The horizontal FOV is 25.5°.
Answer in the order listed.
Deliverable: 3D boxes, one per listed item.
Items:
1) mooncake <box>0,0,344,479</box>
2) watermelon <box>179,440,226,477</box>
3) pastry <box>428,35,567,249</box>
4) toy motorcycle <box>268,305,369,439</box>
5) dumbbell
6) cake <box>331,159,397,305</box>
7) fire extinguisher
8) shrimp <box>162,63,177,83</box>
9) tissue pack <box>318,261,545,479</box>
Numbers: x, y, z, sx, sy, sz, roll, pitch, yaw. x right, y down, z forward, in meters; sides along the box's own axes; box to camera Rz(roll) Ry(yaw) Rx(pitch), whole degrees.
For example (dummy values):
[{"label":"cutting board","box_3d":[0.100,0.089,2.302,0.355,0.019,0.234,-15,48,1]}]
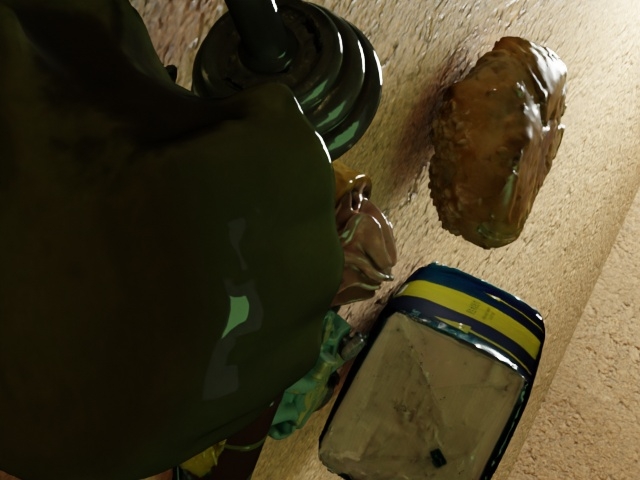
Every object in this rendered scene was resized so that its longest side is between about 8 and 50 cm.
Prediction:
[{"label":"mooncake","box_3d":[-0.155,0.003,0.997,0.187,0.351,0.351,-21,137,-57]},{"label":"watermelon","box_3d":[-0.118,0.124,1.555,0.123,0.129,0.301,-35,156,-52]},{"label":"pastry","box_3d":[0.239,-0.141,1.992,0.255,0.162,0.311,84,29,-42]},{"label":"toy motorcycle","box_3d":[-0.043,0.170,1.857,0.198,0.109,0.296,-37,154,-29]},{"label":"dumbbell","box_3d":[-0.060,-0.202,1.136,0.179,0.179,0.406,-53,152,-18]},{"label":"cake","box_3d":[0.000,0.000,1.605,0.185,0.178,0.208,-56,157,-9]},{"label":"fire extinguisher","box_3d":[-0.123,0.247,1.762,0.141,0.105,0.341,-72,-178,-48]},{"label":"shrimp","box_3d":[-0.136,-0.096,1.292,0.219,0.046,0.152,-66,152,-59]},{"label":"tissue pack","box_3d":[0.177,0.215,2.093,0.416,0.253,0.264,-41,155,-75]}]
